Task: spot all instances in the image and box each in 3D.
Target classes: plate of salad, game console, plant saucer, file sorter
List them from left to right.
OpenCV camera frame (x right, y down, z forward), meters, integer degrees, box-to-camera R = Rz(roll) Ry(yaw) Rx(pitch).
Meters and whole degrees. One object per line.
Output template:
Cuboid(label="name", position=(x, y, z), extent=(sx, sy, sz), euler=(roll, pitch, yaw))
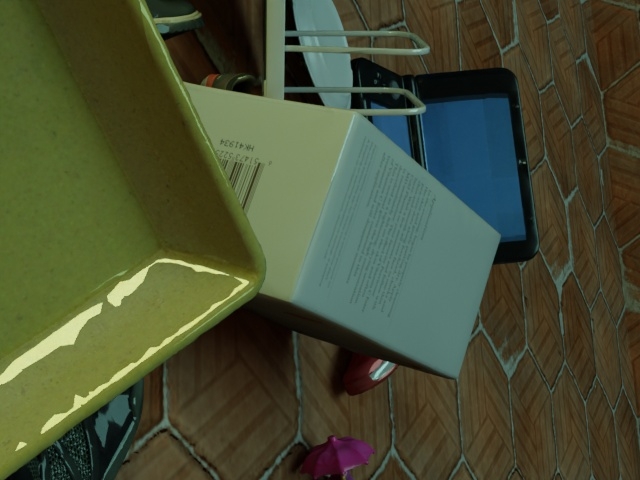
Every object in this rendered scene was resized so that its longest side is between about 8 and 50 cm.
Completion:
Cuboid(label="plant saucer", position=(-0.234, -0.026, 0.666), extent=(0.332, 0.081, 0.333), euler=(-36, 118, -23))
Cuboid(label="plate of salad", position=(-0.006, -0.243, 1.349), extent=(0.200, 0.048, 0.200), euler=(-13, 90, -74))
Cuboid(label="file sorter", position=(0.025, -0.272, 1.131), extent=(0.193, 0.173, 0.278), euler=(-101, -168, -74))
Cuboid(label="game console", position=(0.175, -0.110, 1.517), extent=(0.250, 0.173, 0.293), euler=(8, 74, -62))

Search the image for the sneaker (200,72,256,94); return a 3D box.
Cuboid(label="sneaker", position=(-0.092, -0.106, 1.112), extent=(0.061, 0.064, 0.158), euler=(27, 57, -58))

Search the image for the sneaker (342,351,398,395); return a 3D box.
Cuboid(label="sneaker", position=(0.054, 0.084, 1.348), extent=(0.128, 0.087, 0.221), euler=(50, 38, -13))

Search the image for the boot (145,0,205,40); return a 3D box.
Cuboid(label="boot", position=(-0.185, -0.240, 0.975), extent=(0.198, 0.076, 0.137), euler=(-32, 105, -63))

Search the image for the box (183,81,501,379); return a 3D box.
Cuboid(label="box", position=(0.000, 0.000, 1.044), extent=(0.345, 0.215, 0.168), euler=(32, 75, -56))

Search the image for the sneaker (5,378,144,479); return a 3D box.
Cuboid(label="sneaker", position=(-0.203, 0.134, 0.787), extent=(0.130, 0.087, 0.228), euler=(58, 39, -48))

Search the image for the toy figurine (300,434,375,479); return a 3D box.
Cuboid(label="toy figurine", position=(0.030, 0.297, 1.183), extent=(0.173, 0.130, 0.159), euler=(77, 6, -60))
